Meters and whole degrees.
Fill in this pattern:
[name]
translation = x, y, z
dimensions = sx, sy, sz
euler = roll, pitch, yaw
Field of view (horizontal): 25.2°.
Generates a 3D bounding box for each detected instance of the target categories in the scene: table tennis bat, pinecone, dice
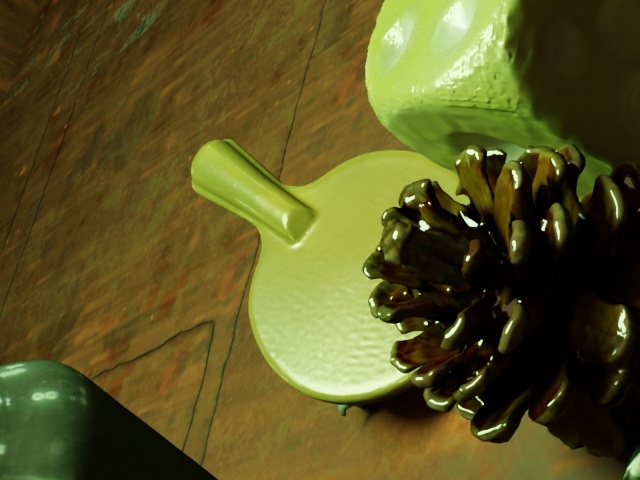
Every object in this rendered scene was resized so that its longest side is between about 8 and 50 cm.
[table tennis bat]
translation = 0.000, 0.000, 1.087
dimensions = 0.321, 0.050, 0.198
euler = 35, 88, 44
[pinecone]
translation = 0.121, 0.030, 0.822
dimensions = 0.150, 0.195, 0.179
euler = -165, 95, -82
[dice]
translation = 0.146, -0.129, 0.942
dimensions = 0.166, 0.169, 0.169
euler = 0, 66, 61

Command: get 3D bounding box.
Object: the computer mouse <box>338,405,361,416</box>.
[computer mouse]
translation = 0.024, 0.036, 1.128
dimensions = 0.126, 0.071, 0.231
euler = -51, 29, 24

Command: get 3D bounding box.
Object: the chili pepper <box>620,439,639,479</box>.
[chili pepper]
translation = 0.208, 0.086, 0.755
dimensions = 0.182, 0.050, 0.073
euler = -54, 33, 24

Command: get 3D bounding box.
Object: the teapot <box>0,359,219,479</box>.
[teapot]
translation = -0.108, 0.251, 0.851
dimensions = 0.300, 0.344, 0.253
euler = -44, 30, 34
